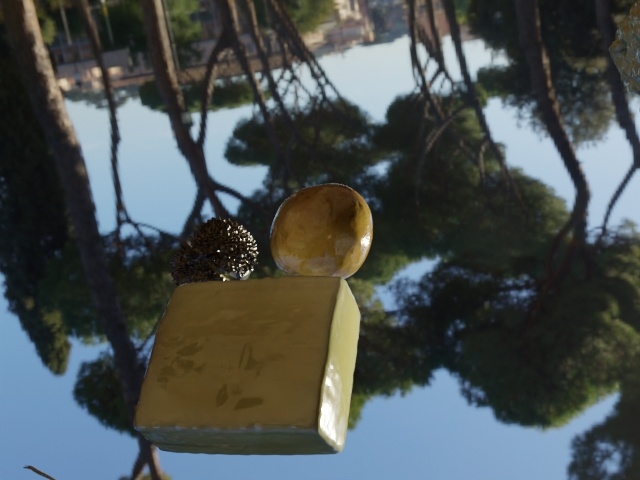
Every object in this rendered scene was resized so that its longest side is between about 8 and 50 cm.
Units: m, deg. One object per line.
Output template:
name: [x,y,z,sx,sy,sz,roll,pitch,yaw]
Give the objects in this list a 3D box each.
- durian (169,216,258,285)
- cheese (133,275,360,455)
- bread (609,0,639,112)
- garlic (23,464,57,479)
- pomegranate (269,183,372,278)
durian: [-0.228,0.037,1.685,0.167,0.196,0.196,31,-148,20]
cheese: [-0.094,0.171,1.143,0.266,0.124,0.242,-4,-126,17]
bread: [0.349,-0.116,0.632,0.211,0.183,0.224,-10,-177,17]
garlic: [-0.598,0.625,1.830,0.207,0.256,0.207,-32,-174,4]
pomegranate: [0.000,0.000,1.419,0.196,0.196,0.196,-9,-165,2]
